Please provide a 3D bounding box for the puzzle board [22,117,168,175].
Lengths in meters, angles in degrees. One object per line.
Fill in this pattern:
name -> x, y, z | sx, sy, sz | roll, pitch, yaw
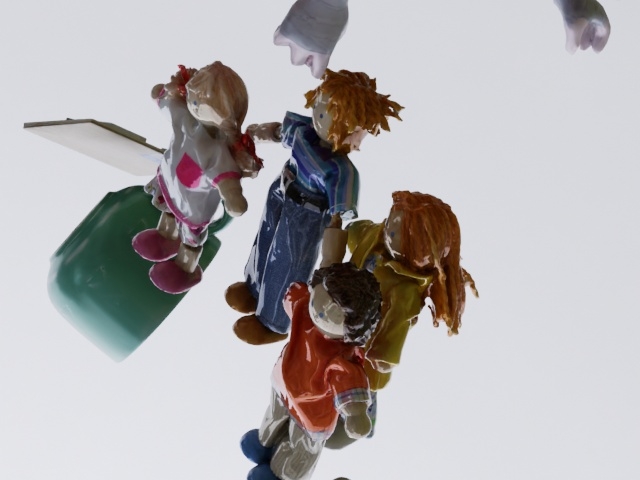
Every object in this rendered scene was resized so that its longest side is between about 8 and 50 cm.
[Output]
puzzle board -> -0.171, -0.079, 1.280 | 0.128, 0.096, 0.011 | 22, -106, -43

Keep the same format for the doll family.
doll family -> 0.000, 0.000, 0.813 | 0.118, 0.163, 0.263 | -3, -138, -32

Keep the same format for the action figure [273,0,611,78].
action figure -> 0.061, -0.234, 0.826 | 0.370, 0.275, 0.248 | 20, -158, 26

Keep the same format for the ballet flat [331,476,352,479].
ballet flat -> 0.007, 0.341, 1.216 | 0.116, 0.124, 0.342 | 57, -136, -33

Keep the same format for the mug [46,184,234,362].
mug -> -0.149, 0.009, 1.230 | 0.097, 0.129, 0.157 | 41, -106, -8
